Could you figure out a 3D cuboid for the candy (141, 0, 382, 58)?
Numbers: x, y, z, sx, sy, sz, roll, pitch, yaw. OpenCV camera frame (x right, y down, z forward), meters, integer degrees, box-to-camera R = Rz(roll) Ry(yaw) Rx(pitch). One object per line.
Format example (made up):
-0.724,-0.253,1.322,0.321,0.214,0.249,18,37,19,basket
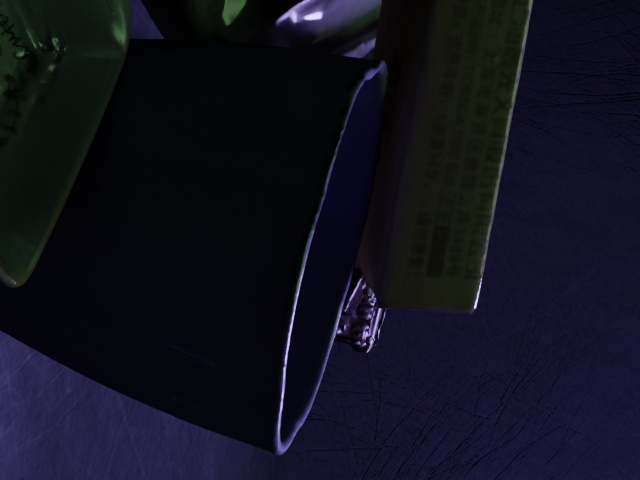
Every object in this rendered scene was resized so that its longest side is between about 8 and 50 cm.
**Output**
0.005,-0.320,1.267,0.427,0.186,0.386,-19,124,-48,candy

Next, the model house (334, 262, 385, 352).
0.000,0.000,1.740,0.297,0.283,0.317,-42,145,-78,model house

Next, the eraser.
0.088,-0.129,1.204,0.144,0.078,0.343,-117,-147,-68,eraser

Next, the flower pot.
-0.100,-0.023,1.106,0.265,0.243,0.265,17,90,-84,flower pot

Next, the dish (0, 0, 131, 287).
-0.179,-0.106,0.949,0.154,0.064,0.234,67,35,-49,dish
